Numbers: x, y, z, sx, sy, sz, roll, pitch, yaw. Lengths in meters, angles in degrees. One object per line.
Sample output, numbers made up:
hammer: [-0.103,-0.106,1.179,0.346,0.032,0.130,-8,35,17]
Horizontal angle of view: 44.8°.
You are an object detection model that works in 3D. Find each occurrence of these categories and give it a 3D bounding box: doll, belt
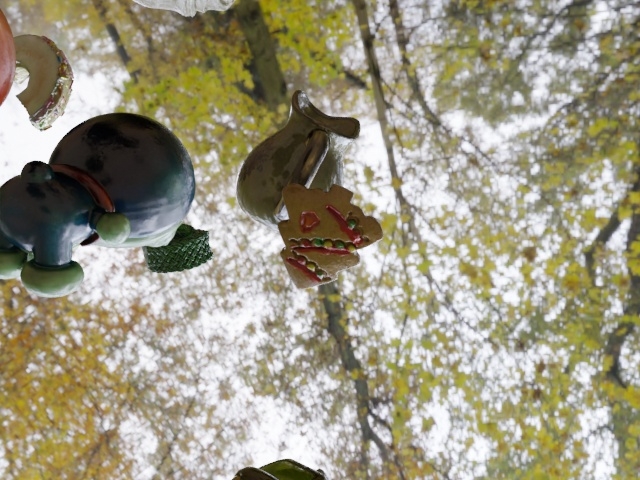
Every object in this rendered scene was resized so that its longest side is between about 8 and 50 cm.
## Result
doll: [-0.290,-0.063,1.035,0.198,0.186,0.322,16,-150,20]
belt: [-0.276,0.010,1.473,0.121,0.079,0.151,-22,-165,-41]

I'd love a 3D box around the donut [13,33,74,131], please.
donut: [-0.435,-0.255,1.199,0.108,0.065,0.166,-42,-112,-1]

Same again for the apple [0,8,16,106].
apple: [-0.397,-0.190,0.797,0.163,0.139,0.163,-4,-112,9]

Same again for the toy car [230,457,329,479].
toy car: [-0.050,0.450,1.219,0.204,0.248,0.198,8,-141,47]

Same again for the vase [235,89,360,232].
vase: [-0.039,-0.159,1.703,0.241,0.302,0.329,28,-172,-9]

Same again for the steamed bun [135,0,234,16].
steamed bun: [-0.207,-0.524,1.383,0.310,0.219,0.324,-45,-175,21]

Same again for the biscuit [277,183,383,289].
biscuit: [0.000,0.000,1.502,0.212,0.239,0.041,23,-156,-4]
